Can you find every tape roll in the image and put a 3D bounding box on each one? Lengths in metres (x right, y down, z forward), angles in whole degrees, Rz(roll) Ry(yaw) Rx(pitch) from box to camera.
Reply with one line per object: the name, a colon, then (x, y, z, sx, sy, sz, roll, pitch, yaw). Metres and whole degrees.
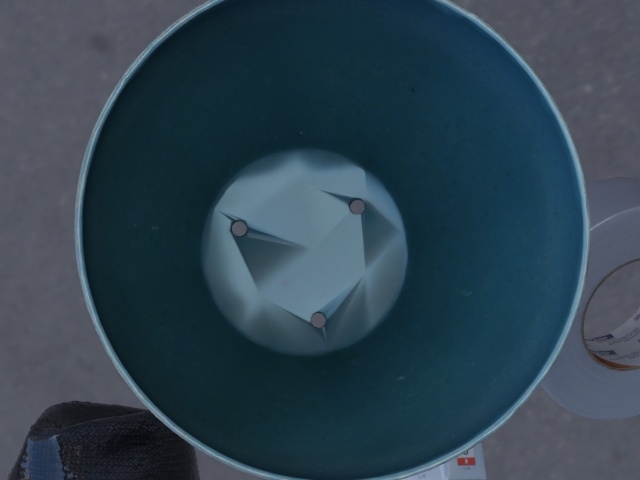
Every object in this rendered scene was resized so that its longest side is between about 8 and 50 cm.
tape roll: (0.276, 0.054, 1.710, 0.072, 0.219, 0.219, -133, 37, -59)

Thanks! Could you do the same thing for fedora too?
fedora: (-0.238, 0.257, 2.022, 0.334, 0.334, 0.153, 2, 92, 43)

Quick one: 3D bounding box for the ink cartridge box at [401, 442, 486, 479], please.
ink cartridge box: (0.046, 0.095, 1.303, 0.145, 0.045, 0.179, -23, 73, 51)

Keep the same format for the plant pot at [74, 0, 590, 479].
plant pot: (0.000, 0.000, 1.123, 0.290, 0.290, 0.195, 61, 173, 2)
